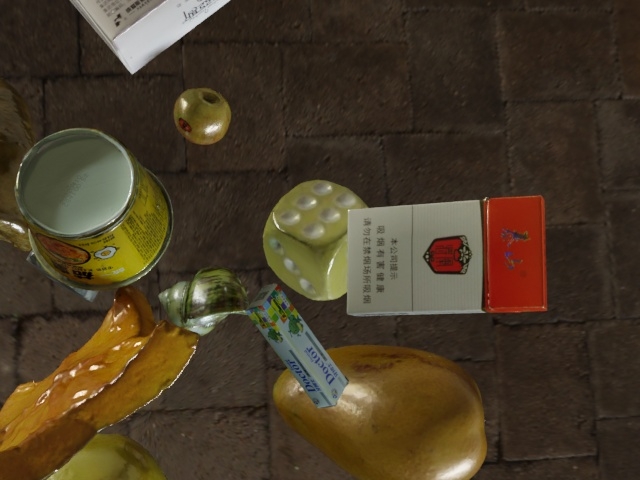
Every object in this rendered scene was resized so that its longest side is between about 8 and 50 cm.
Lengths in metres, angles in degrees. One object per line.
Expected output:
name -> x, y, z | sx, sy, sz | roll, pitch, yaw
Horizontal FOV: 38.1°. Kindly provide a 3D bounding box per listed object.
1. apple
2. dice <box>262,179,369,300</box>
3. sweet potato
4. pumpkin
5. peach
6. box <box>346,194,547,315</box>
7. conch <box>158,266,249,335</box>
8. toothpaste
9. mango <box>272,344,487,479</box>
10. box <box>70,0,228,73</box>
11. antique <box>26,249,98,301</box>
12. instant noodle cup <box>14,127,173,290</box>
apple -> -0.167, -0.179, 1.319 | 0.083, 0.071, 0.084 | 15, 51, -19
dice -> 0.000, 0.000, 1.812 | 0.166, 0.169, 0.169 | 27, 55, 26
sweet potato -> -0.493, -0.140, 1.389 | 0.157, 0.158, 0.370 | -8, 57, -12
pumpkin -> -0.279, 0.172, 1.036 | 0.290, 0.258, 0.095 | -37, 107, -18
peach -> -0.407, 0.500, 1.623 | 0.281, 0.314, 0.316 | -16, 64, 26
box -> 0.150, 0.021, 1.126 | 0.245, 0.035, 0.139 | -2, 79, 24
conch -> -0.238, 0.123, 1.890 | 0.181, 0.187, 0.124 | -23, 83, 8
toothpaste -> -0.028, 0.128, 1.124 | 0.164, 0.034, 0.046 | 55, 42, -18
mango -> 0.102, 0.286, 1.555 | 0.377, 0.264, 0.221 | 12, 114, 25
box -> -0.228, -0.402, 1.298 | 0.274, 0.116, 0.203 | -40, 76, -7
antique -> -0.498, 0.045, 1.840 | 0.088, 0.183, 0.086 | 24, 75, 15
instant noodle cup -> -0.275, -0.045, 1.107 | 0.182, 0.144, 0.182 | 0, 72, -1
